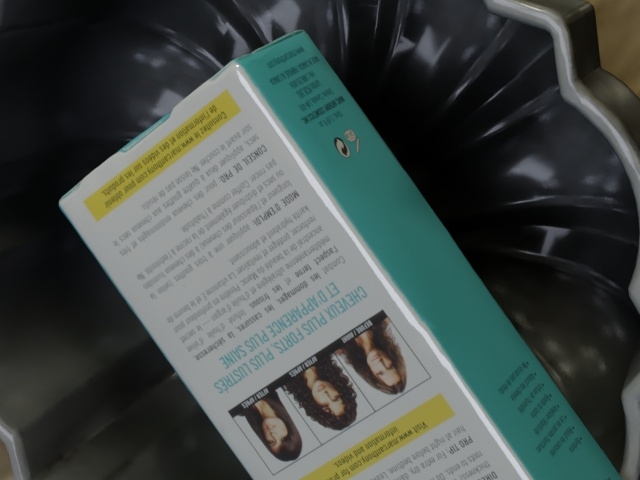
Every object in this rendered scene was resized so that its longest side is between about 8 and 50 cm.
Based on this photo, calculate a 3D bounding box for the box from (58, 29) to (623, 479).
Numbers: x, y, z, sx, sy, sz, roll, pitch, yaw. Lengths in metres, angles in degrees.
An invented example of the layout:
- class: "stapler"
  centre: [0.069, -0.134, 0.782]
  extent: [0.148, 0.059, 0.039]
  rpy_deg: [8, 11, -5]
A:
- class: "box"
  centre: [0.018, 0.052, 0.702]
  extent: [0.100, 0.060, 0.244]
  rpy_deg: [-35, 91, 31]

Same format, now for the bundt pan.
- class: "bundt pan"
  centre: [0.000, 0.000, 0.799]
  extent: [0.330, 0.124, 0.331]
  rpy_deg: [8, 111, 22]
